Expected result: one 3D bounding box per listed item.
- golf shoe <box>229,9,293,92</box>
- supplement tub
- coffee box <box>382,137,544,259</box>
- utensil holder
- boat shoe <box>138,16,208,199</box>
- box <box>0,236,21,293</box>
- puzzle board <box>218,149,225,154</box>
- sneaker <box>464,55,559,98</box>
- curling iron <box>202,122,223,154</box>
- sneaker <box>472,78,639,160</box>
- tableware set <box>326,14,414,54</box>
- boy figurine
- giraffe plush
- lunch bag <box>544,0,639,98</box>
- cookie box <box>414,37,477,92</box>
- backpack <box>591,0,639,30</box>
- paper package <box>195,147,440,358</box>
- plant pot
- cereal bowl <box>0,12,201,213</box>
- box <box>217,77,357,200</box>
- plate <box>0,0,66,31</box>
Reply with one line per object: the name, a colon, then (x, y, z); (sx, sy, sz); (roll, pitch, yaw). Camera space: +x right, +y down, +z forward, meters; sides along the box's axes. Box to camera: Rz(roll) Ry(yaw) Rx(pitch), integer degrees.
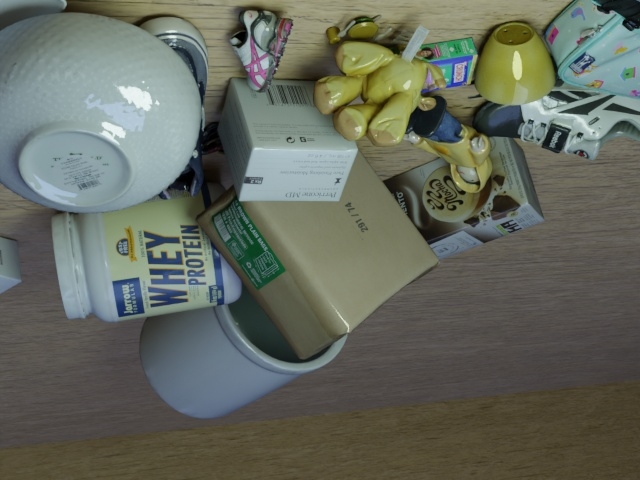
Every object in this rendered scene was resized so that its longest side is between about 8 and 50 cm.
golf shoe: (-0.097, -0.296, 1.750); (0.086, 0.067, 0.186); (20, 153, -3)
supplement tub: (-0.323, 0.025, 2.125); (0.325, 0.235, 0.235); (-9, 156, -8)
coffee box: (0.275, -0.076, 2.281); (0.297, 0.168, 0.119); (-22, 155, 20)
utensil holder: (-0.177, 0.187, 2.467); (0.328, 0.327, 0.385); (6, 153, -36)
boat shoe: (-0.226, -0.194, 1.779); (0.127, 0.158, 0.340); (-9, 156, -7)
box: (-0.687, 0.059, 2.202); (0.170, 0.091, 0.130); (-26, 153, 28)
puzzle board: (-0.126, -0.160, 2.004); (0.096, 0.011, 0.128); (-10, -172, -11)
sneaker: (0.339, -0.282, 1.971); (0.170, 0.051, 0.089); (-17, 175, 18)
curling iron: (-0.102, -0.201, 1.976); (0.274, 0.035, 0.068); (-15, 156, 6)
sneaker: (0.450, -0.214, 2.091); (0.331, 0.146, 0.122); (-10, 158, -1)
tableware set: (0.080, -0.322, 1.818); (0.154, 0.024, 0.104); (4, 155, -35)
boy figurine: (0.233, -0.177, 2.097); (0.177, 0.092, 0.285); (13, 166, 34)
giraffe plush: (0.104, -0.236, 1.836); (0.210, 0.181, 0.170); (-42, 169, -2)
lunch bag: (0.529, -0.340, 1.886); (0.279, 0.107, 0.224); (6, 151, -35)
cookie box: (0.203, -0.294, 1.914); (0.107, 0.040, 0.092); (-11, 155, -6)
backpack: (0.490, -0.416, 1.648); (0.166, 0.144, 0.188); (21, 146, -36)
paper package: (0.000, 0.000, 2.014); (0.309, 0.325, 0.168); (-34, 178, -46)
plant pot: (0.319, -0.301, 1.872); (0.134, 0.134, 0.095); (-12, 134, -1)
cereal bowl: (-0.340, -0.152, 1.616); (0.339, 0.141, 0.339); (-2, 139, -2)
box: (-0.057, -0.166, 1.866); (0.181, 0.182, 0.119); (-1, 137, -20)
plate: (-0.530, -0.295, 1.544); (0.277, 0.045, 0.278); (9, 149, -39)
